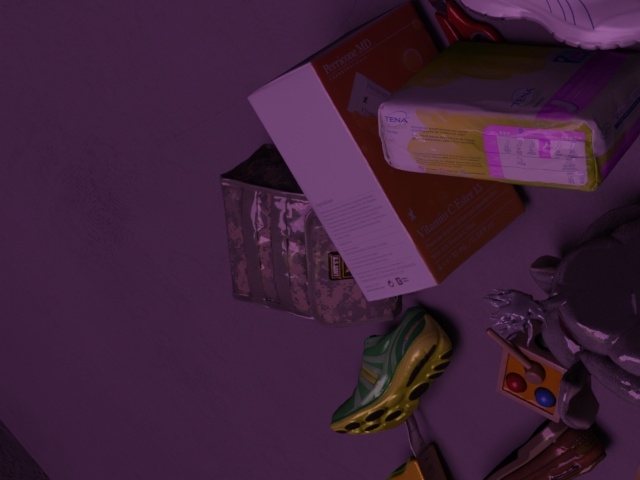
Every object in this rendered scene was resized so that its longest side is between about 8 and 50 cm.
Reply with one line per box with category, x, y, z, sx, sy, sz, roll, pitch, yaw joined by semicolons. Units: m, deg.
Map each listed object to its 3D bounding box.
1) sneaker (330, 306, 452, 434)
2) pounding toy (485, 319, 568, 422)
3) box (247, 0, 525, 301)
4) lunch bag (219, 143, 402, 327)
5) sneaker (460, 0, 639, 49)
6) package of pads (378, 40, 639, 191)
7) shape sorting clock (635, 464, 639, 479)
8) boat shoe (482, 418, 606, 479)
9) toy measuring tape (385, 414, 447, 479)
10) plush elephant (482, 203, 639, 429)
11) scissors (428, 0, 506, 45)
sneaker;0.115;0.224;2.009;0.295;0.109;0.123;-51;42;33
pounding toy;0.320;0.186;1.800;0.130;0.100;0.141;26;134;27
box;0.096;-0.122;1.683;0.168;0.215;0.345;-17;107;55
lunch bag;0.000;0.000;1.917;0.287;0.169;0.235;14;124;27
sneaker;0.299;-0.315;1.449;0.297;0.111;0.129;22;126;29
package of pads;0.246;-0.160;1.495;0.296;0.229;0.101;9;125;33
shape sorting clock;0.564;0.383;1.763;0.206;0.040;0.206;23;129;32
boat shoe;0.339;0.384;1.922;0.104;0.110;0.307;45;140;10
toy measuring tape;0.147;0.393;2.119;0.121;0.121;0.330;-14;100;47
plush elephant;0.390;0.104;1.584;0.330;0.255;0.272;-6;74;11
scissors;0.171;-0.325;1.628;0.109;0.021;0.297;-18;104;51
